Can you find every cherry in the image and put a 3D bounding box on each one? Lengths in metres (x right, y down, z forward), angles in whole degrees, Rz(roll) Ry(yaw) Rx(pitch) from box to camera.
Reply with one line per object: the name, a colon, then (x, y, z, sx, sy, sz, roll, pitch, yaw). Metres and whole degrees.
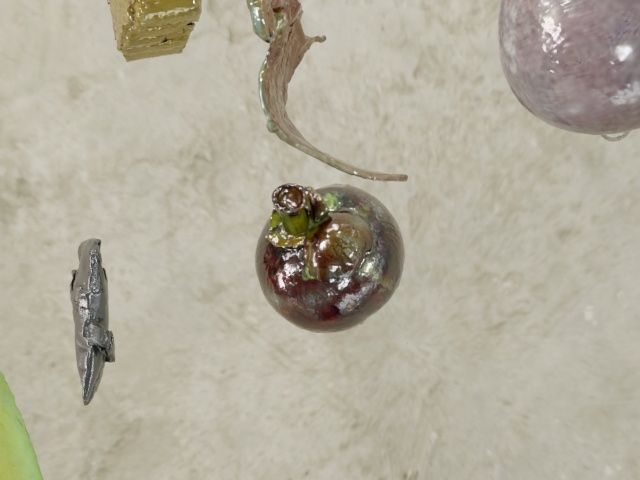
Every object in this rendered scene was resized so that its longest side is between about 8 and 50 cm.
cherry: (0.160, -0.134, 0.527, 0.115, 0.188, 0.148, -34, 93, 41)

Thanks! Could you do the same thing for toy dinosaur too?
toy dinosaur: (-0.003, -0.229, 0.894, 0.112, 0.206, 0.328, -7, 70, 14)

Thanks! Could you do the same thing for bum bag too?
bum bag: (-0.340, 0.119, 1.459, 0.059, 0.123, 0.249, -5, 96, -16)

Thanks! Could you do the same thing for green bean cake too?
green bean cake: (-0.258, -0.408, 1.492, 0.131, 0.224, 0.230, -8, 86, -17)

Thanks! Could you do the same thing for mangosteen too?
mangosteen: (0.000, 0.000, 1.425, 0.231, 0.289, 0.231, -14, 47, 15)

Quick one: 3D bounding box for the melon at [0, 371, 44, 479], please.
melon: (-0.301, 0.173, 0.717, 0.196, 0.124, 0.324, -9, 61, -6)
